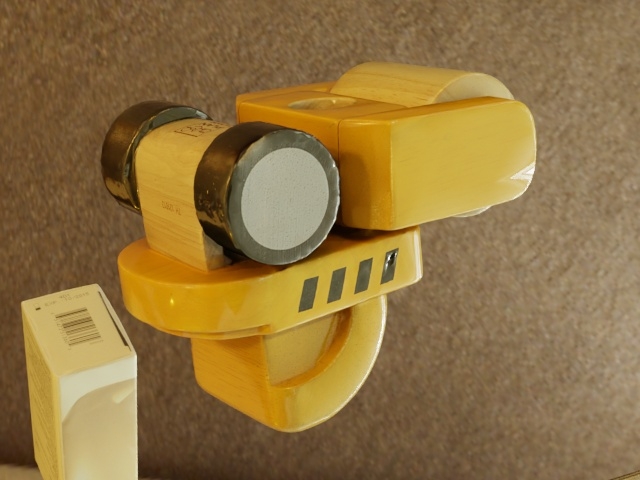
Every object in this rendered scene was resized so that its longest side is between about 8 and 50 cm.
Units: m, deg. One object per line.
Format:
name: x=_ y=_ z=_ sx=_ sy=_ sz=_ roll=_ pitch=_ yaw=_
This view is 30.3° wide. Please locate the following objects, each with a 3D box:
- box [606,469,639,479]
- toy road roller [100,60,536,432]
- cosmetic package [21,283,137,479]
box: x=0.115 y=0.144 z=0.392 sx=0.231 sy=0.056 sz=0.183 roll=-23 pitch=136 yaw=21
toy road roller: x=0.000 y=0.000 z=0.932 sx=0.330 sy=0.202 sz=0.240 roll=-17 pitch=111 yaw=-32
cosmetic package: x=-0.120 y=0.086 z=0.596 sx=0.041 sy=0.060 sz=0.115 roll=-14 pitch=133 yaw=-24
